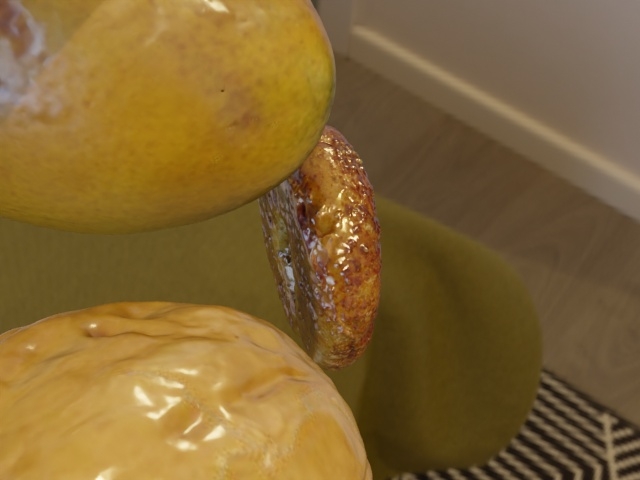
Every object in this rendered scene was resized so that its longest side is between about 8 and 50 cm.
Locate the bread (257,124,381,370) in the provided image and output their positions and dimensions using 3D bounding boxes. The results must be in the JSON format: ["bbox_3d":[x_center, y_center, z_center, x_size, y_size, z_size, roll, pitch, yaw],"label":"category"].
[{"bbox_3d":[0.000,0.000,0.947,0.064,0.193,0.193,-10,49,-14],"label":"bread"}]

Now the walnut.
[{"bbox_3d":[-0.082,0.119,0.518,0.195,0.195,0.221,32,23,21],"label":"walnut"}]

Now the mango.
[{"bbox_3d":[-0.171,-0.139,0.719,0.378,0.264,0.221,28,34,-4],"label":"mango"}]
